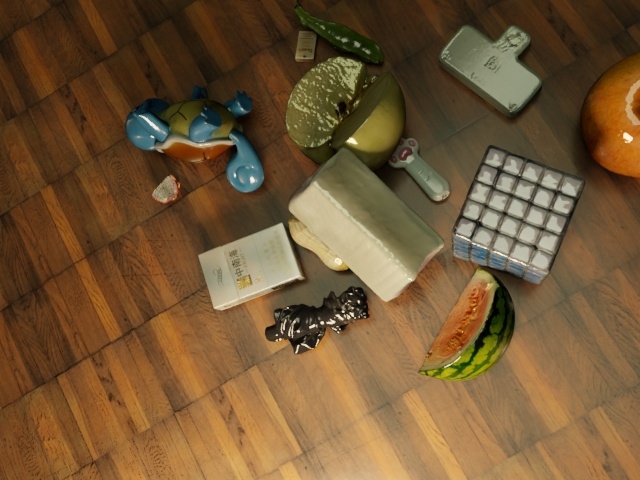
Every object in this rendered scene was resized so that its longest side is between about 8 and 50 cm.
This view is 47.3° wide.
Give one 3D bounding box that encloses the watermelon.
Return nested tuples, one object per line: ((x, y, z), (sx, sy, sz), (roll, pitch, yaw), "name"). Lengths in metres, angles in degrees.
((0.367, 0.219, 1.728), (0.159, 0.128, 0.303), (31, 86, 15), "watermelon")

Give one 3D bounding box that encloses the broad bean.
((0.045, -0.566, 1.976), (0.318, 0.056, 0.098), (42, 64, 15), "broad bean")

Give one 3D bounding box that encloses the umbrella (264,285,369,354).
((-0.009, 0.198, 1.822), (0.272, 0.122, 0.110), (-21, 32, 10), "umbrella")

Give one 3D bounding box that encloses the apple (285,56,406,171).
((0.079, -0.297, 1.835), (0.295, 0.233, 0.258), (18, 66, 31), "apple")

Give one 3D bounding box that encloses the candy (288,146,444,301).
((0.102, -0.035, 1.742), (0.358, 0.208, 0.145), (44, 64, 1), "candy")

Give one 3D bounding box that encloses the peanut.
((0.000, 0.000, 1.866), (0.206, 0.087, 0.087), (40, 89, 15), "peanut")

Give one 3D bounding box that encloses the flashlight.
((0.253, -0.181, 1.872), (0.093, 0.047, 0.200), (-41, 74, 1), "flashlight")

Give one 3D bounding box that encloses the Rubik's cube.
((0.455, -0.050, 1.710), (0.236, 0.237, 0.238), (22, 84, 13), "Rubik's cube")

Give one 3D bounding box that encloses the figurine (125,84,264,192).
((-0.318, -0.301, 1.937), (0.416, 0.243, 0.298), (24, 41, 12), "figurine")

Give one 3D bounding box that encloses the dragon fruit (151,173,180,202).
((-0.413, -0.137, 1.991), (0.060, 0.056, 0.083), (40, 96, -7), "dragon fruit")

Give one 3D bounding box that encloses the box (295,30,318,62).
((-0.037, -0.533, 2.010), (0.053, 0.024, 0.083), (7, 82, 12), "box")

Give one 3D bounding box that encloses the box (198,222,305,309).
((-0.179, 0.069, 1.896), (0.242, 0.067, 0.155), (-22, 74, 6), "box")

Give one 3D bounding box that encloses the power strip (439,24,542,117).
((0.458, -0.460, 1.880), (0.265, 0.059, 0.194), (42, 93, 15), "power strip")

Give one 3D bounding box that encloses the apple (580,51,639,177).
((0.758, -0.295, 1.684), (0.298, 0.275, 0.299), (-1, 85, 12), "apple")
